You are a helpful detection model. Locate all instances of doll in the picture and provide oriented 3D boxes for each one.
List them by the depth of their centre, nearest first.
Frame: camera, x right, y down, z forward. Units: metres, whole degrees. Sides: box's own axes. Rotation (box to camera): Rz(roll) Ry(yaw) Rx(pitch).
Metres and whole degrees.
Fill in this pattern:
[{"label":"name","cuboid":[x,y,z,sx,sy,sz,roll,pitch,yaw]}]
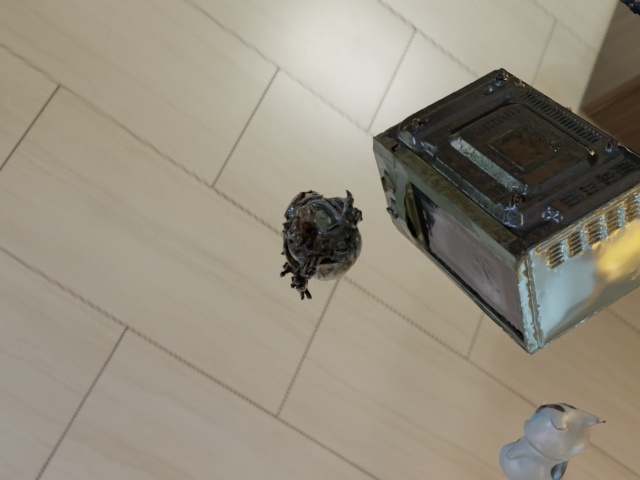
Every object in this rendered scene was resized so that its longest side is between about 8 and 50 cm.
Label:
[{"label":"doll","cuboid":[0.372,0.336,1.555,0.110,0.181,0.107,-7,44,-34]}]

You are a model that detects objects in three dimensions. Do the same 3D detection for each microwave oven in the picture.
[{"label":"microwave oven","cuboid":[0.160,-0.037,0.778,0.163,0.205,0.129,-31,133,-12]}]

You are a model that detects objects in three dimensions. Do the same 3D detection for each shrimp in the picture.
[{"label":"shrimp","cuboid":[0.000,0.000,0.803,0.079,0.233,0.090,41,100,-4]}]

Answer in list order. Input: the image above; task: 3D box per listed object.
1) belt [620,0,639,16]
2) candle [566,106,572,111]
[{"label":"belt","cuboid":[0.327,-0.192,0.682,0.218,0.122,0.128,32,92,7]},{"label":"candle","cuboid":[0.396,-0.200,1.690,0.162,0.053,0.048,-29,118,-22]}]
